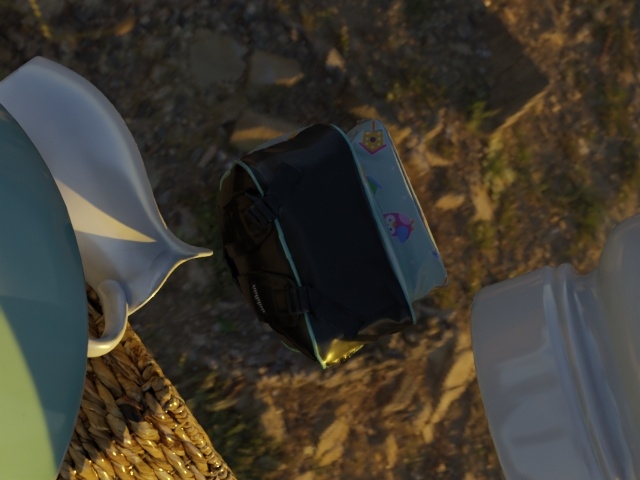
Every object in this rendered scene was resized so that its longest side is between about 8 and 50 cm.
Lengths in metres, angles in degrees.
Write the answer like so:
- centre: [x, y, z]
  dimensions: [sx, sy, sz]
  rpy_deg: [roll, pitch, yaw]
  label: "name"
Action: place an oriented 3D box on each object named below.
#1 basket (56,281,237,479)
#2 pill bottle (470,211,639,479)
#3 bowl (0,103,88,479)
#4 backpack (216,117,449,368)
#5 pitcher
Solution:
- centre: [-0.216, 0.198, 1.051]
  dimensions: [0.223, 0.299, 0.213]
  rpy_deg: [-36, 50, -10]
  label: "basket"
- centre: [0.308, 0.063, 0.737]
  dimensions: [0.224, 0.392, 0.224]
  rpy_deg: [-18, 90, -72]
  label: "pill bottle"
- centre: [-0.261, 0.029, 0.451]
  dimensions: [0.311, 0.163, 0.311]
  rpy_deg: [-1, 79, 4]
  label: "bowl"
- centre: [0.000, 0.000, 0.888]
  dimensions: [0.144, 0.188, 0.166]
  rpy_deg: [-25, 92, -19]
  label: "backpack"
- centre: [-0.195, -0.025, 0.913]
  dimensions: [0.207, 0.125, 0.178]
  rpy_deg: [54, 28, -12]
  label: "pitcher"
